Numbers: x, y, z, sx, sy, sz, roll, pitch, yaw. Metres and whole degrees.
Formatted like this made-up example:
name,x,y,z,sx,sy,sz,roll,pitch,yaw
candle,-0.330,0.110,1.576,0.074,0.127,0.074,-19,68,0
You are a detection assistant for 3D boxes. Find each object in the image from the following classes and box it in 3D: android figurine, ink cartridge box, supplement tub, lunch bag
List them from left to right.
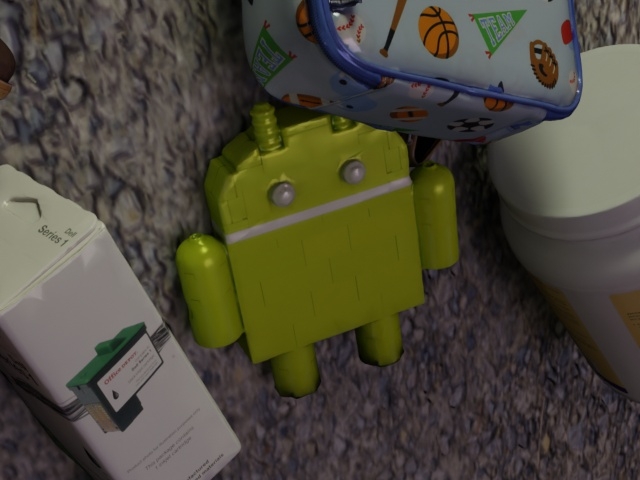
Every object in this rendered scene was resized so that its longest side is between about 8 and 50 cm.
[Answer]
name,x,y,z,sx,sy,sz,roll,pitch,yaw
ink cartridge box,-0.170,0.072,0.787,0.092,0.160,0.219,-42,128,-21
android figurine,0.000,0.000,0.949,0.248,0.056,0.273,-17,120,-17
lunch bag,0.071,-0.209,0.872,0.303,0.115,0.243,9,75,-40
supplement tub,0.323,-0.007,1.125,0.241,0.241,0.331,-52,132,-13

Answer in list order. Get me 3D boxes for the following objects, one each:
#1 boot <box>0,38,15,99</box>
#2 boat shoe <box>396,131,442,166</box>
name,x,y,z,sx,sy,sz,roll,pitch,yaw
boot,-0.221,-0.226,0.673,0.207,0.090,0.248,-51,128,-11
boat shoe,0.116,-0.137,1.014,0.066,0.066,0.183,38,81,-43
